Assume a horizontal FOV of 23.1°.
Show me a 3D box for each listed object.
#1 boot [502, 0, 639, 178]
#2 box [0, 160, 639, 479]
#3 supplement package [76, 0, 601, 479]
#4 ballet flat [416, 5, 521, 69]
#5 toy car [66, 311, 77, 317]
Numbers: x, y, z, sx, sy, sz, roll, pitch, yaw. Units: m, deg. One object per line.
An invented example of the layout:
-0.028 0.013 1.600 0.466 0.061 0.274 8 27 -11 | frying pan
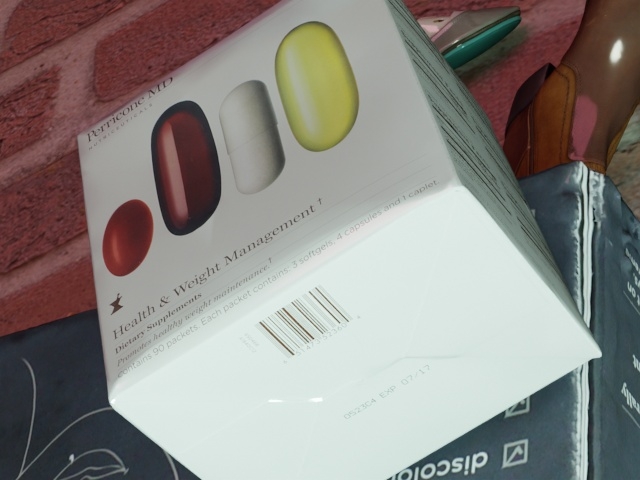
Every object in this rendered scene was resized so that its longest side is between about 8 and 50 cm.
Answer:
0.214 -0.066 1.242 0.264 0.096 0.280 -40 28 46 | boot
-0.005 0.273 0.897 0.480 0.297 0.471 -17 43 29 | box
0.000 0.000 0.799 0.194 0.149 0.203 -32 40 13 | supplement package
0.096 -0.180 1.529 0.213 0.072 0.068 -37 80 9 | ballet flat
-0.162 0.164 1.289 0.219 0.238 0.210 -20 42 26 | toy car
